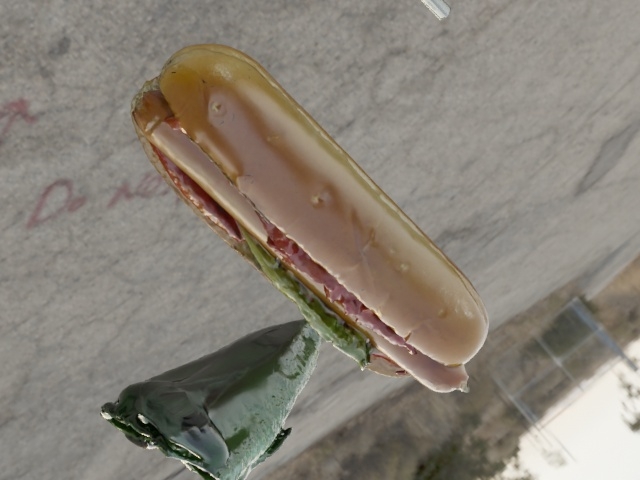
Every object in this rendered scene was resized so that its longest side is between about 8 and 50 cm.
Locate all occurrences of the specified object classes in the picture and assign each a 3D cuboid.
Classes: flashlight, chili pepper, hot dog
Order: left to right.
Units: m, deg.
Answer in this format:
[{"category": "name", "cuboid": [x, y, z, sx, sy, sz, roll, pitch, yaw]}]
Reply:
[{"category": "chili pepper", "cuboid": [-0.065, 0.103, 0.594, 0.216, 0.108, 0.062, -28, 139, -60]}, {"category": "hot dog", "cuboid": [0.000, 0.000, 0.426, 0.092, 0.235, 0.062, -34, -163, 47]}, {"category": "flashlight", "cuboid": [0.135, -0.318, 1.066, 0.018, 0.083, 0.018, -11, -128, 47]}]
